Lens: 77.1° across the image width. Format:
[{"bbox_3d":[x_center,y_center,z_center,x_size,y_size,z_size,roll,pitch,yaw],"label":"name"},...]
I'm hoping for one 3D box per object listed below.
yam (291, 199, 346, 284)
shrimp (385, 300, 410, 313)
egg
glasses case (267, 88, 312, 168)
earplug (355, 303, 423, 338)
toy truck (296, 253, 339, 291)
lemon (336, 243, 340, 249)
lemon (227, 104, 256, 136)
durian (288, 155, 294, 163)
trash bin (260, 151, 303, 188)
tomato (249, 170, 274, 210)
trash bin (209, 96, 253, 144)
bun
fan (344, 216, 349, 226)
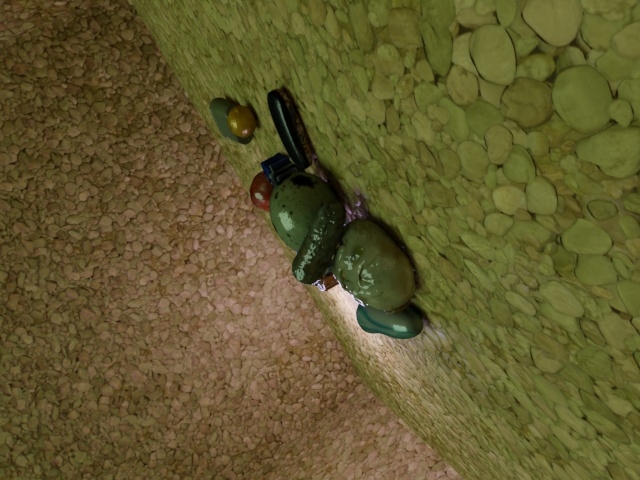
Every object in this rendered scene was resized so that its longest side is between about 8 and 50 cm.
[{"bbox_3d":[0.000,0.000,1.469,0.133,0.133,0.330,46,125,37],"label":"yam"},{"bbox_3d":[0.271,0.221,1.625,0.262,0.117,0.066,-155,48,-72],"label":"shrimp"},{"bbox_3d":[-0.050,-0.100,1.639,0.379,0.288,0.288,54,170,-35],"label":"egg"},{"bbox_3d":[-0.116,-0.424,1.551,0.122,0.082,0.320,37,156,55],"label":"glasses case"},{"bbox_3d":[0.299,0.326,1.657,0.184,0.185,0.324,60,161,-12],"label":"earplug"},{"bbox_3d":[-0.021,0.147,2.425,0.338,0.133,0.184,37,146,48],"label":"toy truck"},{"bbox_3d":[0.084,0.040,1.953,0.083,0.062,0.062,51,165,20],"label":"lemon"},{"bbox_3d":[-0.390,-0.586,2.000,0.142,0.142,0.187,51,170,21],"label":"lemon"},{"bbox_3d":[-0.101,-0.356,1.715,0.066,0.052,0.130,58,159,4],"label":"durian"},{"bbox_3d":[-0.186,-0.322,1.884,0.234,0.163,0.183,47,164,55],"label":"trash bin"},{"bbox_3d":[-0.292,-0.276,2.199,0.232,0.189,0.231,-176,90,-83],"label":"tomato"},{"bbox_3d":[-0.496,-0.663,2.242,0.247,0.121,0.243,37,156,48],"label":"trash bin"},{"bbox_3d":[0.168,0.101,1.484,0.365,0.219,0.365,50,160,25],"label":"bun"},{"bbox_3d":[0.035,-0.159,1.783,0.329,0.009,0.190,53,166,13],"label":"fan"}]
